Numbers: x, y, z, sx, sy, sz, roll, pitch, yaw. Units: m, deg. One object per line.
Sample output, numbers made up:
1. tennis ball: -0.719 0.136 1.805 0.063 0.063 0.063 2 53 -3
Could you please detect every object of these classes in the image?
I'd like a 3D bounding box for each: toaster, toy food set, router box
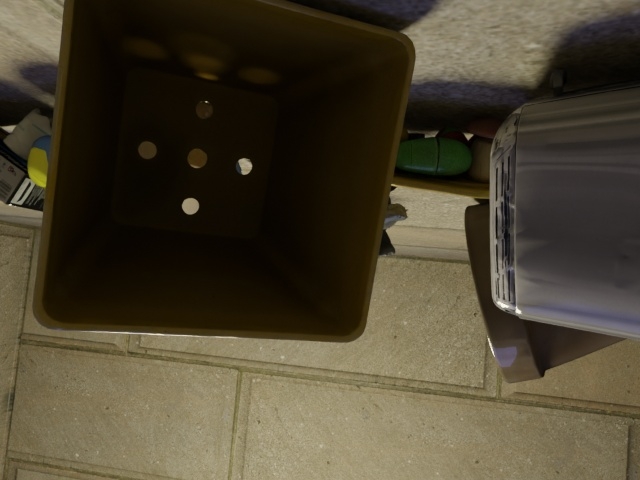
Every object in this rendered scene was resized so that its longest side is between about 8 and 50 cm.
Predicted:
1. toaster: 0.216 -0.017 0.422 0.146 0.227 0.129 5 -158 31
2. toy food set: 0.133 -0.095 0.546 0.217 0.071 0.128 8 -157 0
3. router box: -0.394 -0.098 0.681 0.178 0.046 0.133 34 -179 11

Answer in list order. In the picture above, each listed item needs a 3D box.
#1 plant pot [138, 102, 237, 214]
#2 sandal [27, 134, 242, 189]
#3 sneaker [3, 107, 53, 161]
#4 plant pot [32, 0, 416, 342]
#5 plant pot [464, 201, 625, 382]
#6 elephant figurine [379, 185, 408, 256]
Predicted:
1. plant pot: -0.149 -0.096 0.587 0.096 0.109 0.109 -14 165 38
2. sandal: -0.208 -0.079 0.689 0.126 0.138 0.317 22 -177 29
3. sneaker: -0.316 -0.116 0.694 0.053 0.061 0.152 39 -175 22
4. plant pot: -0.083 -0.058 0.419 0.212 0.212 0.187 7 -172 -23
5. plant pot: 0.423 0.061 0.932 0.280 0.324 0.323 -15 168 23
6. elephant figurine: 0.051 -0.052 0.795 0.169 0.186 0.239 -46 161 25
